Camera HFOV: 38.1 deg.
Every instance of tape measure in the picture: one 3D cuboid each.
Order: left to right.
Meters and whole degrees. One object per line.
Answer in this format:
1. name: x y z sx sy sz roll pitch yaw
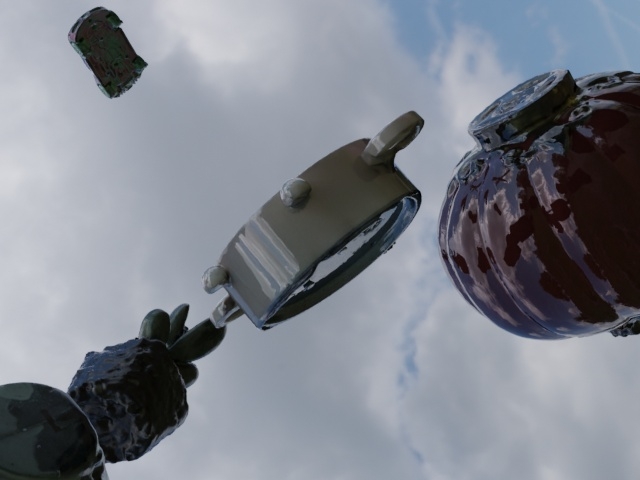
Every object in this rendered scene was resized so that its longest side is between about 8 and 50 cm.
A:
1. tape measure: -0.274 0.245 0.725 0.275 0.147 0.256 -35 -29 -27

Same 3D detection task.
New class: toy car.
1. toy car: -0.280 -0.245 1.203 0.069 0.055 0.142 -46 -30 -14

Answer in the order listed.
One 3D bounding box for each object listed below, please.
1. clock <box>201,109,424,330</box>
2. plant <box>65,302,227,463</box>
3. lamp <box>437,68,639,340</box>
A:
1. clock: 0.000 0.000 0.658 0.063 0.229 0.155 48 -153 10
2. plant: -0.243 0.184 1.302 0.274 0.146 0.149 -51 -43 -56
3. lamp: 0.260 -0.036 0.919 0.257 0.303 0.303 53 -142 -13
